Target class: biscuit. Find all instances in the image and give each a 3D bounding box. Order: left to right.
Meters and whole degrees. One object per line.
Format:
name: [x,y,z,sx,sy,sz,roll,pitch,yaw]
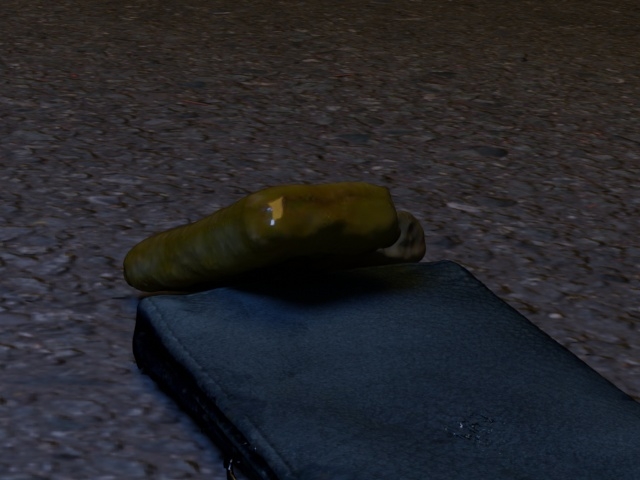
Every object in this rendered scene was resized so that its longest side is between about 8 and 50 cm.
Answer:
biscuit: [0.000,0.000,0.850,0.174,0.039,0.183,-3,-8,-26]

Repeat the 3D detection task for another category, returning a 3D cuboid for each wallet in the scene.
wallet: [0.057,0.086,0.664,0.191,0.046,0.379,-3,18,-21]
